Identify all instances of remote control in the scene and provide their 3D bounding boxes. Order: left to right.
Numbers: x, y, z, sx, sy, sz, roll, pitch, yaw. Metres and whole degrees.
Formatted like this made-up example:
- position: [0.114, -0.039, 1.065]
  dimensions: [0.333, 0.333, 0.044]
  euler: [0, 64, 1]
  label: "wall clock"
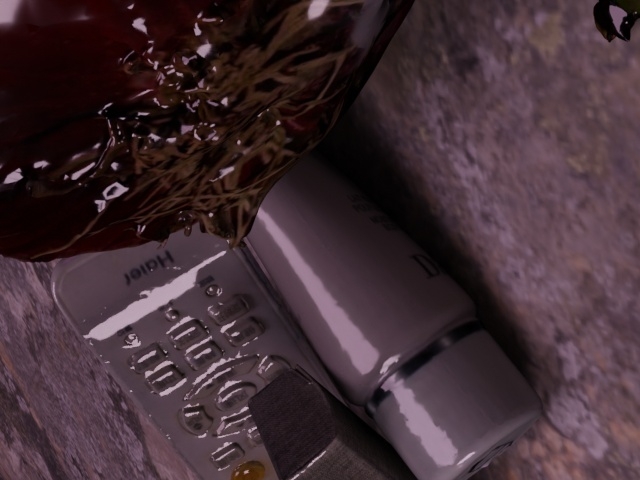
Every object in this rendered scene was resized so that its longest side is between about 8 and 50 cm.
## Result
- position: [-0.053, 0.095, 0.760]
  dimensions: [0.313, 0.109, 0.055]
  euler: [61, 179, -39]
  label: "remote control"

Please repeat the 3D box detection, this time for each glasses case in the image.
- position: [0.043, 0.152, 0.684]
  dimensions: [0.205, 0.047, 0.071]
  euler: [44, -172, -36]
  label: "glasses case"

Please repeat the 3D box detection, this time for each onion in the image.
- position: [-0.094, -0.134, 0.500]
  dimensions: [0.232, 0.314, 0.314]
  euler: [51, 150, 20]
  label: "onion"

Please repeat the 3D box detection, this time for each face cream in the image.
- position: [0.000, 0.000, 0.678]
  dimensions: [0.314, 0.089, 0.143]
  euler: [51, -166, 18]
  label: "face cream"

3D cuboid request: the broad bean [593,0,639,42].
- position: [0.164, -0.125, 0.344]
  dimensions: [0.060, 0.043, 0.297]
  euler: [55, 155, -8]
  label: "broad bean"
